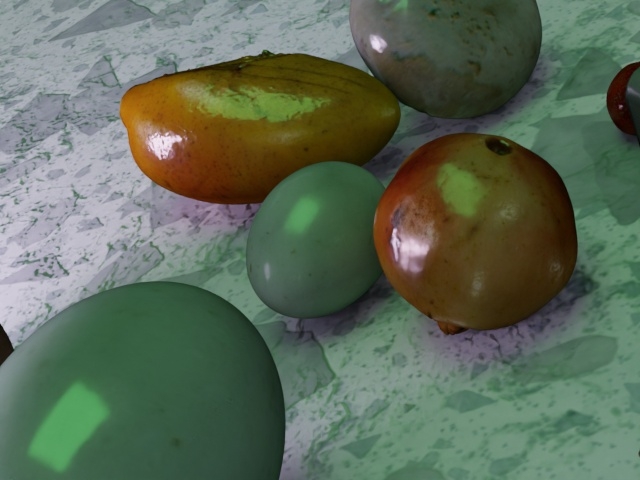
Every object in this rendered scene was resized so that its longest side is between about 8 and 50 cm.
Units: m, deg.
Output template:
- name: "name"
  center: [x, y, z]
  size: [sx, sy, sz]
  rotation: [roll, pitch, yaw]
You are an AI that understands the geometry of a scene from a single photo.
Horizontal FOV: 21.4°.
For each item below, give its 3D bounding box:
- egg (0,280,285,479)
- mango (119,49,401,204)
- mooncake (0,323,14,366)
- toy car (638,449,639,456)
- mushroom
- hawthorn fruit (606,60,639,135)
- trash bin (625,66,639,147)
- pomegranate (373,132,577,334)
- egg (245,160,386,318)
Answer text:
- name: "egg"
  center: [-0.177, 0.198, 1.509]
  size: [0.276, 0.276, 0.389]
  rotation: [-2, 38, 33]
- name: "mango"
  center: [-0.067, -0.136, 2.079]
  size: [0.350, 0.201, 0.199]
  rotation: [1, 74, 24]
- name: "mooncake"
  center: [-0.480, 0.099, 1.842]
  size: [0.187, 0.324, 0.324]
  rotation: [-39, 33, -18]
- name: "toy car"
  center: [0.348, 0.241, 1.138]
  size: [0.341, 0.271, 0.240]
  rotation: [10, 64, 48]
- name: "mushroom"
  center: [0.143, -0.251, 2.101]
  size: [0.244, 0.243, 0.243]
  rotation: [-18, 31, 11]
- name: "hawthorn fruit"
  center: [0.361, -0.158, 1.901]
  size: [0.093, 0.093, 0.093]
  rotation: [-18, 31, 11]
- name: "trash bin"
  center: [0.496, -0.108, 1.641]
  size: [0.223, 0.158, 0.343]
  rotation: [-34, 32, -16]
- name: "pomegranate"
  center: [0.156, -0.012, 1.691]
  size: [0.209, 0.209, 0.209]
  rotation: [-18, 31, 11]
- name: "egg"
  center: [0.000, 0.000, 1.825]
  size: [0.149, 0.149, 0.192]
  rotation: [7, 51, 42]
